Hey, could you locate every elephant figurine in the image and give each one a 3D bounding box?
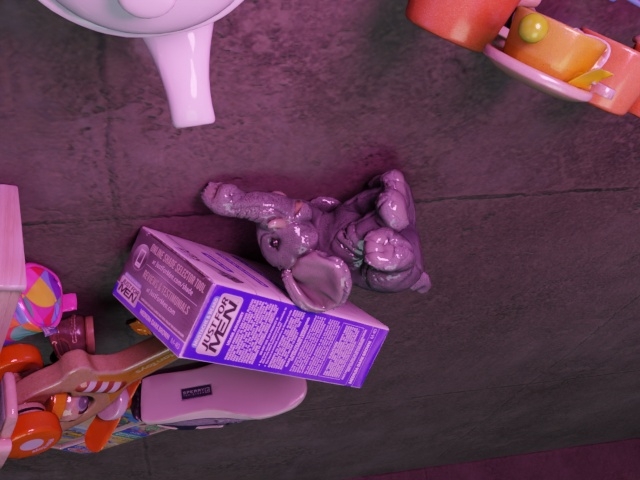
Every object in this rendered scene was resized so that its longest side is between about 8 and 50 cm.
[{"bbox_3d":[0.000,0.000,0.976,0.239,0.186,0.169,-10,180,13],"label":"elephant figurine"}]

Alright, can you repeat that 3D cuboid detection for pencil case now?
[{"bbox_3d":[-0.458,0.109,1.061,0.236,0.105,0.104,-18,152,18],"label":"pencil case"}]

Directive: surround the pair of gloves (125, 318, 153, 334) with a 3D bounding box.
[{"bbox_3d":[-0.268,0.137,1.279,0.083,0.010,0.074,-18,152,13],"label":"pair of gloves"}]

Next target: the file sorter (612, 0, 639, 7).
[{"bbox_3d":[0.290,-0.266,0.583,0.104,0.118,0.170,9,147,-39],"label":"file sorter"}]

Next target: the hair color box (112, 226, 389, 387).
[{"bbox_3d":[-0.086,0.098,1.060,0.338,0.185,0.110,22,96,-45],"label":"hair color box"}]

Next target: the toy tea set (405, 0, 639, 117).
[{"bbox_3d":[0.221,-0.195,0.661,0.336,0.200,0.124,-1,123,-48],"label":"toy tea set"}]

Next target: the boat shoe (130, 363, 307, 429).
[{"bbox_3d":[-0.187,0.305,1.536,0.340,0.127,0.158,-5,160,6],"label":"boat shoe"}]

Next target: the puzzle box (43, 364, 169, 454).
[{"bbox_3d":[-0.503,0.352,1.567,0.272,0.052,0.409,-20,152,19],"label":"puzzle box"}]

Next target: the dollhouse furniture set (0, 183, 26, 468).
[{"bbox_3d":[-0.482,0.082,0.806,0.303,0.286,0.198,3,143,-31],"label":"dollhouse furniture set"}]

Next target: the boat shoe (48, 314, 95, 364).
[{"bbox_3d":[-0.398,0.180,1.251,0.073,0.073,0.207,-8,146,-18],"label":"boat shoe"}]

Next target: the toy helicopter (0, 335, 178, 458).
[{"bbox_3d":[-0.300,0.206,1.159,0.355,0.140,0.235,-26,151,-4],"label":"toy helicopter"}]

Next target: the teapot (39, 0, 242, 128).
[{"bbox_3d":[-0.110,-0.215,0.458,0.256,0.187,0.252,16,142,-40],"label":"teapot"}]
